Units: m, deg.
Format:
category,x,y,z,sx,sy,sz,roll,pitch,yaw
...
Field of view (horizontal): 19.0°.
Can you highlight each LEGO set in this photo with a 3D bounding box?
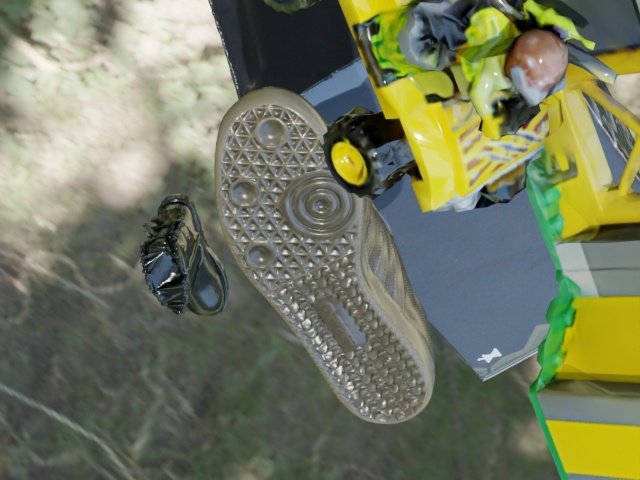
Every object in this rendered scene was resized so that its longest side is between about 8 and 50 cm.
category,x,y,z,sx,sy,sz,roll,pitch,yaw
LEGO set,0.172,-0.085,0.350,0.331,0.192,0.255,-22,102,-35

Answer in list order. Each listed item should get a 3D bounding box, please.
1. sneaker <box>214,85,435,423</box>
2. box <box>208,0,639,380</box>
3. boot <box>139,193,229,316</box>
category,x,y,z,sx,sy,sz,roll,pitch,yaw
sneaker,0.000,0.000,0.891,0.066,0.071,0.188,-17,122,10
box,0.071,-0.133,1.303,0.179,0.312,0.343,-30,139,13
boot,-0.110,0.028,1.549,0.045,0.099,0.121,-13,115,9
